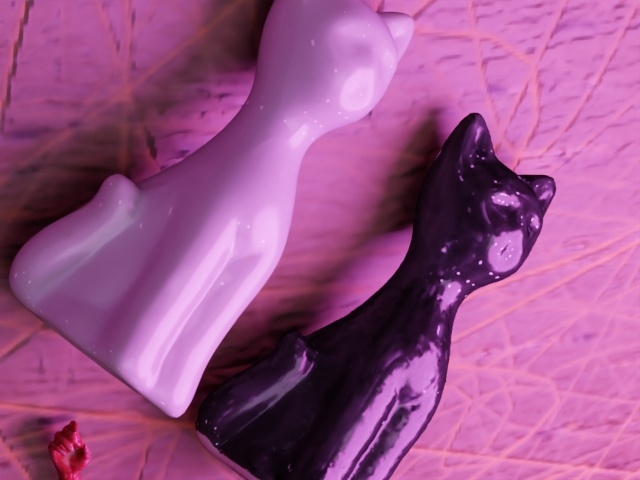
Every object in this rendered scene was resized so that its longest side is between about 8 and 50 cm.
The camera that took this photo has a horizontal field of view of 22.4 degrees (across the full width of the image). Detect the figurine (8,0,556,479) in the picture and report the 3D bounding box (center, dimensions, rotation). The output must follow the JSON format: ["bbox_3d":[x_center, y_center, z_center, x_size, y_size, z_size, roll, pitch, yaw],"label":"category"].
[{"bbox_3d":[0.000,0.000,0.724,0.209,0.092,0.215,-53,130,-9],"label":"figurine"}]

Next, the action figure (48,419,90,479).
[{"bbox_3d":[-0.131,0.133,0.694,0.280,0.091,0.139,12,116,-37],"label":"action figure"}]
